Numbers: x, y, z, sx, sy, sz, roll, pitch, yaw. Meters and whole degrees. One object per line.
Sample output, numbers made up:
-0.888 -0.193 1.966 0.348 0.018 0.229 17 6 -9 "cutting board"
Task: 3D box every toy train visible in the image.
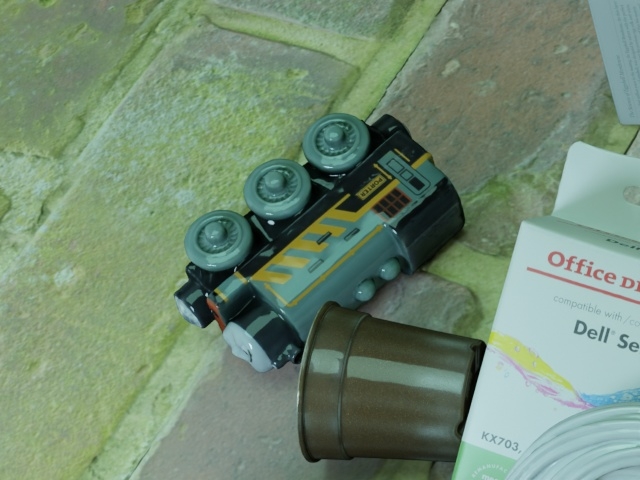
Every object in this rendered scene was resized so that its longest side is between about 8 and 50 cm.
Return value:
0.000 0.000 2.063 0.334 0.142 0.190 -40 58 -15 "toy train"

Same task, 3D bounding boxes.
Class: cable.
0.277 0.262 1.611 0.257 0.089 0.257 32 104 12 "cable"

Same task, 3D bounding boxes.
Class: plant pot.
0.078 0.153 1.887 0.165 0.167 0.167 7 53 16 "plant pot"

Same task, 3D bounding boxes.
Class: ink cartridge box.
0.262 0.103 1.711 0.207 0.119 0.353 17 100 18 "ink cartridge box"

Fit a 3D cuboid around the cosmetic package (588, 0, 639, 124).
0.426 -0.244 2.038 0.225 0.224 0.138 2 53 23 "cosmetic package"
